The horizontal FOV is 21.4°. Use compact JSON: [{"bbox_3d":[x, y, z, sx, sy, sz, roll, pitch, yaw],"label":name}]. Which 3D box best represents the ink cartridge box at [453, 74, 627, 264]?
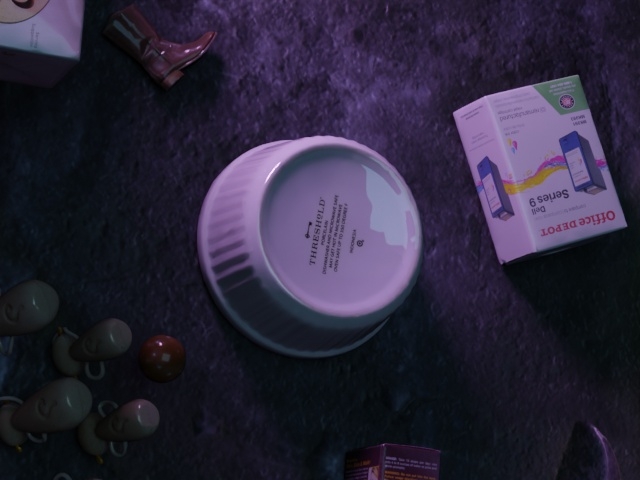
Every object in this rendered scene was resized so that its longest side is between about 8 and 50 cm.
[{"bbox_3d":[0.282,-0.090,2.173,0.154,0.093,0.212,-14,86,-27],"label":"ink cartridge box"}]

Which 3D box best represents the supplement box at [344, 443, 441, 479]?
[{"bbox_3d":[0.080,0.338,1.977,0.081,0.104,0.188,11,74,-22],"label":"supplement box"}]

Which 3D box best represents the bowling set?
[{"bbox_3d":[-0.255,0.176,1.865,0.200,0.154,0.287,-8,79,-44],"label":"bowling set"}]

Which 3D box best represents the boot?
[{"bbox_3d":[-0.193,-0.250,2.032,0.114,0.037,0.106,44,63,-4],"label":"boot"}]

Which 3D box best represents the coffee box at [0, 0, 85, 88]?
[{"bbox_3d":[-0.322,-0.320,1.700,0.168,0.119,0.297,9,77,-22],"label":"coffee box"}]

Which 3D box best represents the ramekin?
[{"bbox_3d":[0.000,0.000,2.007,0.273,0.127,0.273,6,76,-23],"label":"ramekin"}]
